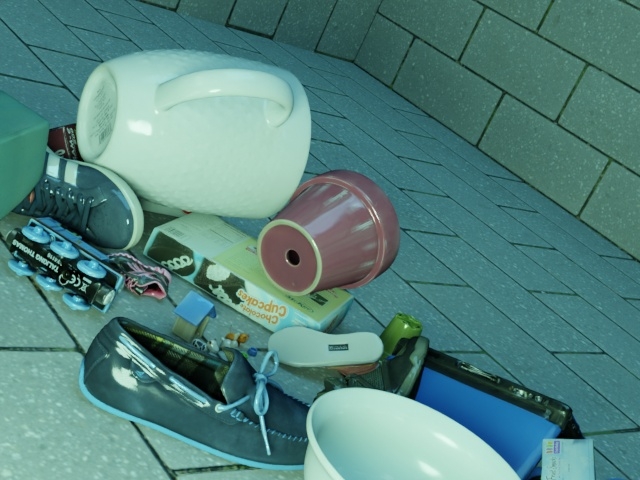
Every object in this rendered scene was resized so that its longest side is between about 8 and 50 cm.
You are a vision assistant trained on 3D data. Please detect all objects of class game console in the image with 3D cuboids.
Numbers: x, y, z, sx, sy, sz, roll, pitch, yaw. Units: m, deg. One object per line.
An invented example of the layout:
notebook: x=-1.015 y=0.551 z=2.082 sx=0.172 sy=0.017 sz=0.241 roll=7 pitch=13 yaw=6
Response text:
game console: x=0.216 y=0.281 z=1.557 sx=0.293 sy=0.173 sz=0.250 roll=21 pitch=-17 yaw=31

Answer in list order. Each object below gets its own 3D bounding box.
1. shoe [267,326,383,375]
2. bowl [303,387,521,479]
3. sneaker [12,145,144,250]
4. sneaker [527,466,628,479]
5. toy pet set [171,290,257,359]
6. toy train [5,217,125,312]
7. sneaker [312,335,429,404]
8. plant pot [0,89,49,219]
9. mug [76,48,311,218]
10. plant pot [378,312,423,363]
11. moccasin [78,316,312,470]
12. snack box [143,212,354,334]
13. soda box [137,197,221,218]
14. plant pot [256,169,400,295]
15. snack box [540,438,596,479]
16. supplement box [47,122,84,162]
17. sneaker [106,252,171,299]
shoe: x=0.007 y=0.177 z=1.607 sx=0.178 sy=0.081 sz=0.063 roll=1 pitch=64 yaw=-1
bowl: x=0.096 y=0.315 z=1.236 sx=0.298 sy=0.134 sz=0.298 roll=23 pitch=20 yaw=-9
sneaker: x=-0.440 y=-0.075 z=1.616 sx=0.350 sy=0.131 sz=0.148 roll=27 pitch=25 yaw=21
sneaker: x=0.397 y=0.393 z=1.504 sx=0.232 sy=0.081 sz=0.090 roll=12 pitch=21 yaw=-15
toy pet set: x=-0.152 y=0.127 z=1.519 sx=0.114 sy=0.065 sz=0.122 roll=31 pitch=19 yaw=15
toy train: x=-0.360 y=0.034 z=1.483 sx=0.184 sy=0.080 sz=0.105 roll=30 pitch=13 yaw=12
sneaker: x=0.071 y=0.205 z=1.472 sx=0.130 sy=0.087 sz=0.227 roll=22 pitch=51 yaw=17
plant pot: x=-0.502 y=-0.113 z=1.450 sx=0.165 sy=0.165 sz=0.234 roll=33 pitch=38 yaw=18
mug: x=-0.198 y=-0.198 z=1.715 sx=0.328 sy=0.276 sz=0.374 roll=6 pitch=-16 yaw=-35
plant pot: x=0.135 y=0.168 z=1.755 sx=0.083 sy=0.079 sz=0.083 roll=24 pitch=19 yaw=-9
moccasin: x=-0.125 y=0.193 z=1.297 sx=0.342 sy=0.117 sz=0.138 roll=19 pitch=20 yaw=-20
snack box: x=-0.115 y=0.060 z=1.748 sx=0.322 sy=0.060 sz=0.187 roll=30 pitch=20 yaw=11
soda box: x=-0.278 y=-0.092 z=1.918 sx=0.216 sy=0.074 sz=0.069 roll=12 pitch=23 yaw=-34
plant pot: x=0.000 y=0.000 z=1.694 sx=0.201 sy=0.201 sz=0.180 roll=34 pitch=35 yaw=23
snack box: x=0.303 y=0.368 z=1.249 sx=0.070 sy=0.207 sz=0.174 roll=-2 pitch=13 yaw=14
supplement box: x=-0.438 y=-0.169 z=1.832 sx=0.130 sy=0.073 sz=0.239 roll=-9 pitch=9 yaw=20
sneaker: x=-0.282 y=0.058 z=1.575 sx=0.119 sy=0.047 sz=0.057 roll=17 pitch=32 yaw=-21
